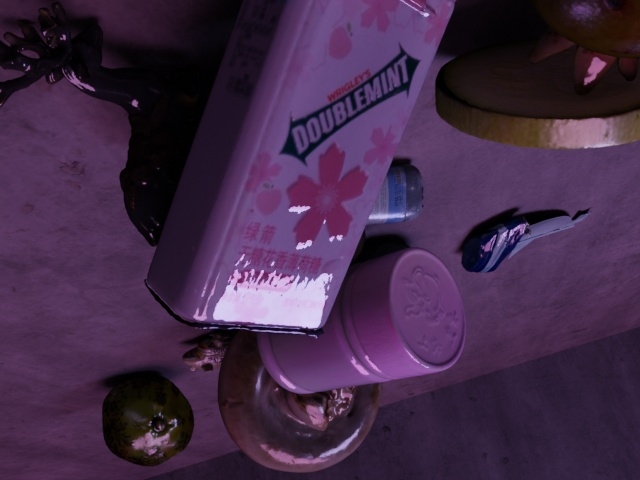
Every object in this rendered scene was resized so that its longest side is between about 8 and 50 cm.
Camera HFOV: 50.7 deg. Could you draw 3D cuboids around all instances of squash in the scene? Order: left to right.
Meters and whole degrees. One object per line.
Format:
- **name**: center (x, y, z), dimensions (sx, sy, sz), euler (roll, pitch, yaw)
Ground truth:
- **squash**: center (0.253, -0.166, 0.746), dimensions (0.251, 0.252, 0.049), euler (-12, 124, -8)

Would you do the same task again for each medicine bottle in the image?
- **medicine bottle**: center (0.054, -0.065, 1.023), dimensions (0.208, 0.090, 0.053), euler (-6, -164, -19)
- **medicine bottle**: center (0.062, 0.143, 1.136), dimensions (0.202, 0.202, 0.315), euler (9, 160, -43)

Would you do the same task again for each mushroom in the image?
- **mushroom**: center (-0.030, 0.305, 1.406), dimensions (0.362, 0.363, 0.294), euler (-5, 178, -24)

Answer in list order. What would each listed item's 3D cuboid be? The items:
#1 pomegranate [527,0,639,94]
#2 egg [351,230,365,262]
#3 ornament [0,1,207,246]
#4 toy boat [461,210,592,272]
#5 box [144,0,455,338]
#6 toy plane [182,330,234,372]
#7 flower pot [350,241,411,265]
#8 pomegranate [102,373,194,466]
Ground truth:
- **pomegranate**: center (0.276, -0.274, 0.535), dimensions (0.290, 0.291, 0.323), euler (-16, -179, 1)
- **egg**: center (0.000, 0.000, 1.083), dimensions (0.152, 0.114, 0.114), euler (-19, 159, -23)
- **ornament**: center (-0.217, -0.108, 0.627), dimensions (0.080, 0.202, 0.236), euler (-9, 163, 39)
- **toy boat**: center (0.448, -0.006, 1.422), dimensions (0.290, 0.067, 0.220), euler (-13, 155, -14)
- **box**: center (-0.022, -0.089, 0.640), dimensions (0.190, 0.112, 0.370), euler (13, 105, -43)
- **toy plane**: center (-0.175, 0.245, 1.557), dimensions (0.286, 0.092, 0.108), euler (-4, 129, -20)
- **flower pot**: center (0.122, 0.108, 1.341), dimensions (0.189, 0.157, 0.243), euler (-8, 151, -22)
- **pomegranate**: center (-0.421, 0.430, 1.682), dimensions (0.203, 0.222, 0.276), euler (-27, -172, 6)
